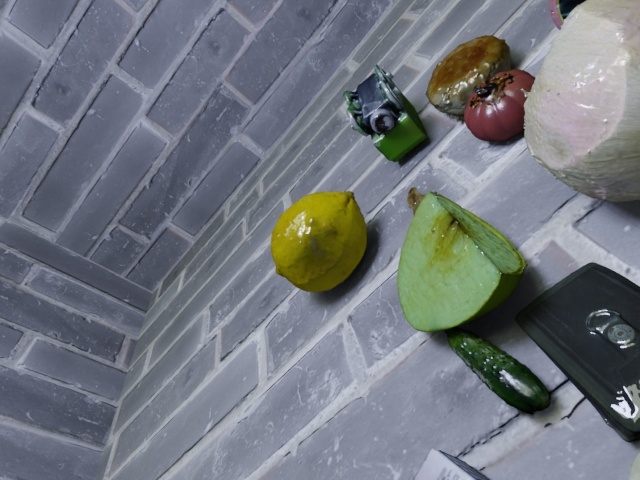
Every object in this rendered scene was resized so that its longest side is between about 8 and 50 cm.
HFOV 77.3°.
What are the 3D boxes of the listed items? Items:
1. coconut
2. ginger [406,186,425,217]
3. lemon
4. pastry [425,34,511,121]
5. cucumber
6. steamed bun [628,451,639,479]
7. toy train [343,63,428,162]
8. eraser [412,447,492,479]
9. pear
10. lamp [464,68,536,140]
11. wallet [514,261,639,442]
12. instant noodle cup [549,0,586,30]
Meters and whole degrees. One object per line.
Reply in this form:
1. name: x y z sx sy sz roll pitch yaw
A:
1. coconut: 0.470 -0.202 0.579 0.297 0.297 0.254 -40 31 26
2. ginger: 0.263 -0.084 1.056 0.058 0.044 0.137 -12 47 13
3. lemon: 0.000 0.000 1.146 0.322 0.268 0.268 -45 28 19
4. pastry: 0.428 -0.467 1.150 0.257 0.121 0.236 -50 31 4
5. cucumber: 0.279 0.202 0.667 0.069 0.069 0.227 -53 24 3
6. steamed bun: 0.366 0.256 0.258 0.346 0.394 0.237 64 162 19
7. toy train: 0.208 -0.398 1.274 0.173 0.249 0.307 -36 32 26
8. eraser: 0.246 0.367 0.461 0.086 0.130 0.287 -56 25 -12
9. pear: 0.258 0.075 0.787 0.239 0.139 0.288 -59 27 25
10. lamp: 0.430 -0.327 0.958 0.182 0.140 0.182 -34 34 27
11. wallet: 0.405 0.135 0.567 0.168 0.052 0.245 -44 26 12
12. instant noodle cup: 0.644 -0.602 0.864 0.244 0.244 0.255 -16 39 51
